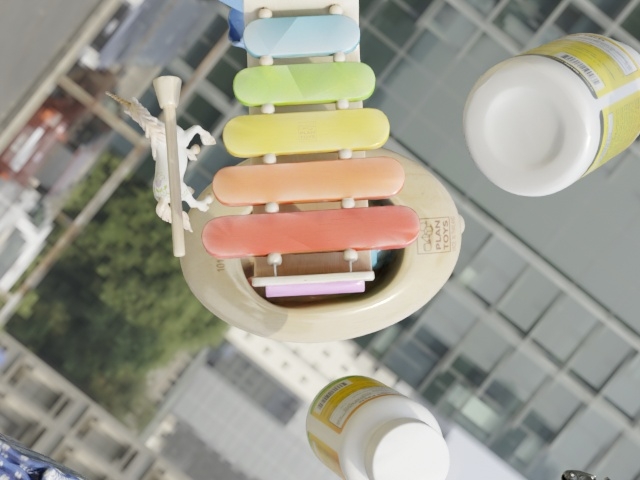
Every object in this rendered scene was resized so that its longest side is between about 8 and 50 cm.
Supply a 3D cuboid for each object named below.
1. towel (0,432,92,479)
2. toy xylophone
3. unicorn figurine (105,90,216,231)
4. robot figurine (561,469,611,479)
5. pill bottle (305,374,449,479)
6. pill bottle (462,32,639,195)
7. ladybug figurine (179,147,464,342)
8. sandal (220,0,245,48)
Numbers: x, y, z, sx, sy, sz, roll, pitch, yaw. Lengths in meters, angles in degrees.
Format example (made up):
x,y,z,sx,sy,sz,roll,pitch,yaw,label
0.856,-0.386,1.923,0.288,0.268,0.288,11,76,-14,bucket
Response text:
x,y,z,sx,sy,sz,roll,pitch,yaw,label
-0.282,0.079,0.858,0.040,0.336,0.243,-64,175,-10,towel
-0.042,-0.087,1.482,0.236,0.322,0.081,-11,163,-2,toy xylophone
-0.170,-0.096,1.725,0.060,0.162,0.111,-23,162,32,unicorn figurine
0.432,0.487,2.311,0.211,0.291,0.085,-49,172,-26,robot figurine
0.077,0.259,1.964,0.136,0.136,0.246,-52,-164,-6,pill bottle
0.344,-0.185,2.118,0.188,0.188,0.334,-50,168,31,pill bottle
0.000,0.000,2.350,0.162,0.449,0.305,-165,-108,-76,ladybug figurine
-0.089,-0.325,1.756,0.138,0.317,0.126,-22,-138,13,sandal
